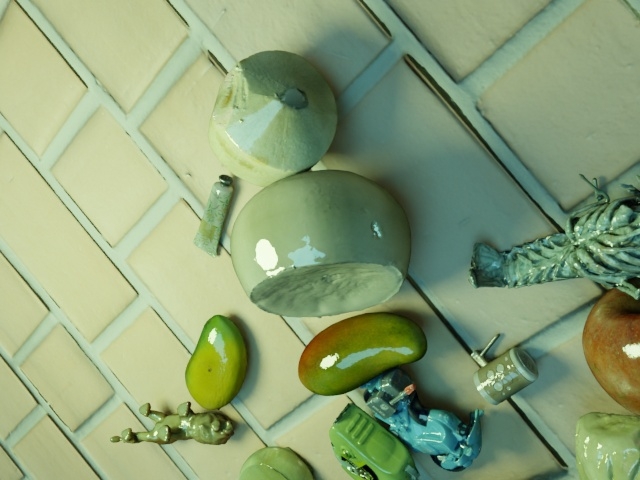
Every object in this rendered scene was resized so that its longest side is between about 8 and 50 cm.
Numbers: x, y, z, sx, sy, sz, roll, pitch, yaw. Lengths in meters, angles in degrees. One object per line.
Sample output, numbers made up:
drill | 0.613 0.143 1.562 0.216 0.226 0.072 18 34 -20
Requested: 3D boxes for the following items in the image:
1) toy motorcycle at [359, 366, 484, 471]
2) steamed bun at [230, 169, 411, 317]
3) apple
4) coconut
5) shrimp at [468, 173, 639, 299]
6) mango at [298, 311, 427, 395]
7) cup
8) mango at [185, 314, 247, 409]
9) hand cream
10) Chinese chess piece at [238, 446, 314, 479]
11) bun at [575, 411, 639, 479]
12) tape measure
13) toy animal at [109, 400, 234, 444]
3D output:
toy motorcycle | 0.210 0.352 1.143 0.272 0.123 0.182 40 133 -1
steamed bun | 0.000 0.000 1.026 0.325 0.324 0.206 -20 61 27
apple | 0.543 0.171 0.883 0.254 0.253 0.253 7 109 21
coconut | -0.084 -0.214 1.022 0.241 0.241 0.241 7 109 21
shrimp | 0.433 0.001 0.919 0.411 0.166 0.221 -28 51 48
mango | 0.073 0.218 1.150 0.289 0.146 0.129 -28 107 22
cup | 0.344 0.241 1.091 0.074 0.102 0.099 29 122 -31
mango | -0.233 0.285 1.331 0.137 0.091 0.237 28 116 6
hand cream | -0.228 -0.052 1.247 0.067 0.042 0.194 29 120 11
Chinese chess piece | -0.103 0.582 1.379 0.189 0.083 0.188 9 113 23
bun | 0.532 0.392 0.968 0.244 0.153 0.243 23 153 13
tape measure | 0.108 0.444 1.214 0.200 0.106 0.175 34 145 12
toy animal | -0.348 0.463 1.425 0.313 0.097 0.157 -16 140 32
